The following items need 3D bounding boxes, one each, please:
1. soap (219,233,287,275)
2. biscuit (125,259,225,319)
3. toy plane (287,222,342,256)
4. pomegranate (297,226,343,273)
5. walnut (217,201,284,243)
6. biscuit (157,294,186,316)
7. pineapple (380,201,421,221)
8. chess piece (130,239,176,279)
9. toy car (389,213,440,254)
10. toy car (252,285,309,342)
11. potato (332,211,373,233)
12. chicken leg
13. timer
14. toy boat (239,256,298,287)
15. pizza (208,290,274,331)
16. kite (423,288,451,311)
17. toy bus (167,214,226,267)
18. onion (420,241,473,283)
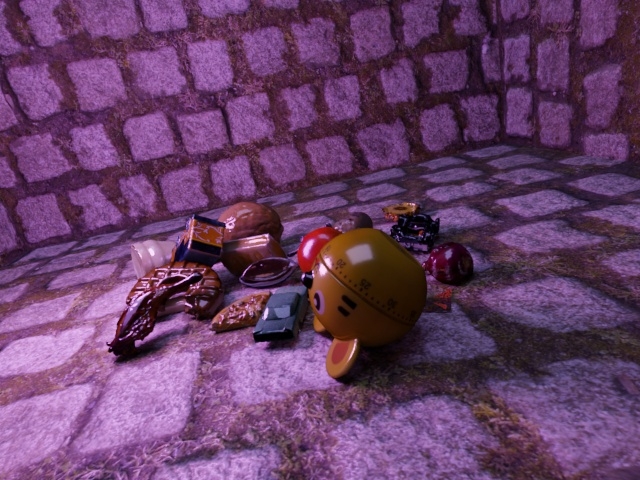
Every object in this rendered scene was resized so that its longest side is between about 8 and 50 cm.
[{"bbox_3d":[-0.301,0.068,1.958,0.274,0.173,0.089,-10,43,26],"label":"soap"},{"bbox_3d":[-0.547,0.190,1.745,0.367,0.115,0.268,2,40,8],"label":"biscuit"},{"bbox_3d":[-0.006,-0.011,1.935,0.204,0.103,0.316,-26,-8,-37],"label":"toy plane"},{"bbox_3d":[0.036,0.065,1.759,0.257,0.220,0.221,27,29,10],"label":"pomegranate"},{"bbox_3d":[-0.341,-0.044,2.149,0.333,0.332,0.333,-11,18,4],"label":"walnut"},{"bbox_3d":[-0.614,0.270,1.784,0.188,0.052,0.056,-15,29,-8],"label":"biscuit"},{"bbox_3d":[0.423,-0.143,2.317,0.225,0.076,0.225,-8,20,3],"label":"pineapple"},{"bbox_3d":[-0.687,0.066,2.203,0.442,0.233,0.234,-18,19,-32],"label":"chess piece"},{"bbox_3d":[0.422,-0.037,1.941,0.193,0.117,0.301,5,23,21],"label":"toy car"},{"bbox_3d":[-0.119,0.236,1.498,0.142,0.097,0.320,-7,19,11],"label":"toy car"},{"bbox_3d":[0.152,-0.037,2.031,0.165,0.164,0.262,5,22,41],"label":"potato"},{"bbox_3d":[-0.595,0.233,1.573,0.158,0.095,0.407,31,62,28],"label":"chicken leg"},{"bbox_3d":[0.104,0.164,1.268,0.386,0.376,0.376,-52,15,11],"label":"timer"},{"bbox_3d":[-0.216,0.138,1.858,0.262,0.114,0.115,-12,-19,2],"label":"toy boat"},{"bbox_3d":[-0.264,0.253,1.598,0.292,0.058,0.197,-25,23,-35],"label":"pizza"},{"bbox_3d":[0.375,0.206,1.417,0.222,0.008,0.125,-19,20,-21],"label":"kite"},{"bbox_3d":[-0.546,0.050,1.941,0.162,0.194,0.323,16,-38,-28],"label":"toy bus"},{"bbox_3d":[0.436,0.071,1.581,0.198,0.135,0.173,1,19,40],"label":"onion"}]
